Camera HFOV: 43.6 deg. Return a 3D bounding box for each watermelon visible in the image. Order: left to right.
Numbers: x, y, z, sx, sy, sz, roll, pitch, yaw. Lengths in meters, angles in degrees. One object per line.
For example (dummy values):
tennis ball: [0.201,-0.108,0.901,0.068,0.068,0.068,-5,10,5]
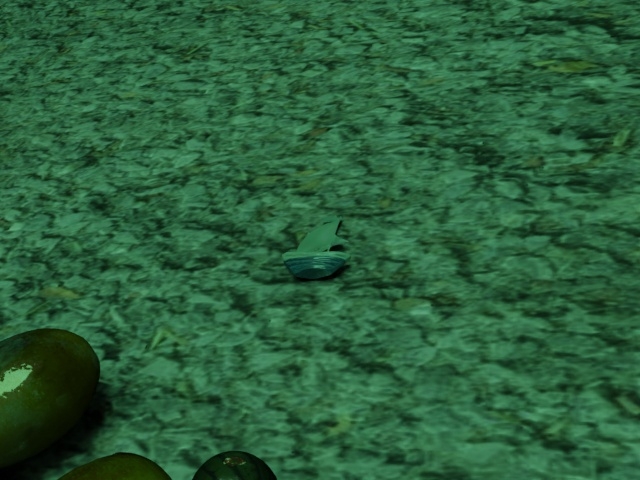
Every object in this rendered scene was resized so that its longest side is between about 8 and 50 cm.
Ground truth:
watermelon: [-0.088,0.289,0.873,0.105,0.105,0.133,-38,25,-22]

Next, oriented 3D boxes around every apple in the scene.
apple: [-0.225,0.314,0.863,0.163,0.146,0.147,-7,55,-41]

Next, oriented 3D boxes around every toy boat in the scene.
toy boat: [-0.010,0.006,1.239,0.105,0.034,0.149,-15,39,2]

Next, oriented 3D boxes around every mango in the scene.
mango: [-0.439,0.233,1.058,0.316,0.146,0.193,-36,23,-11]
